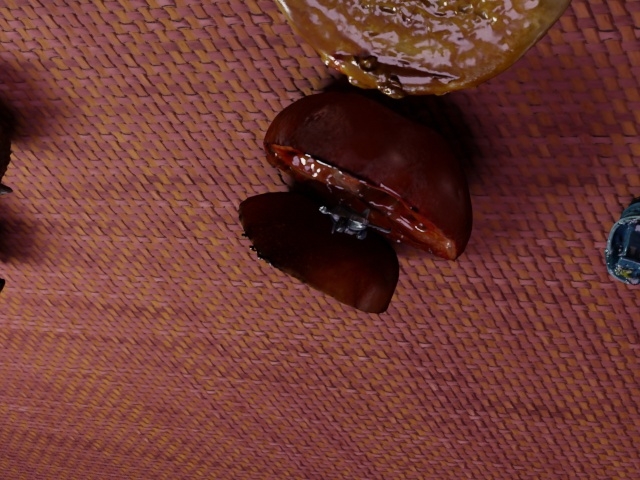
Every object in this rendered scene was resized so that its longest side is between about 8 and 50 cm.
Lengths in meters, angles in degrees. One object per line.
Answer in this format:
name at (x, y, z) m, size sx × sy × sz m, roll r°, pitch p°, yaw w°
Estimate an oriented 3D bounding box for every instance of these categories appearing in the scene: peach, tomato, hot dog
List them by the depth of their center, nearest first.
hot dog at (0.073, -0.203, 1.121) m, size 0.257 × 0.150 × 0.153 m, roll 14°, pitch 141°, yaw 11°
tomato at (0.057, -0.077, 1.388) m, size 0.228 × 0.101 × 0.228 m, roll 26°, pitch 170°, yaw 5°
peach at (0.003, -0.003, 1.504) m, size 0.189 × 0.068 × 0.279 m, roll 37°, pitch -170°, yaw 13°

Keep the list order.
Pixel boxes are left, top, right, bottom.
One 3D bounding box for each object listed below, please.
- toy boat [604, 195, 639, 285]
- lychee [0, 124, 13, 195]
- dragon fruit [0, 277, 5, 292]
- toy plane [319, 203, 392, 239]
toy boat at (0.312, 0.005, 1.397) m, size 0.060 × 0.061 × 0.137 m, roll 17°, pitch 150°, yaw 7°
lychee at (-0.430, -0.085, 1.622) m, size 0.197 × 0.165 × 0.165 m, roll 35°, pitch 156°, yaw 20°
dragon fruit at (-0.513, 0.034, 1.876) m, size 0.182 × 0.182 × 0.188 m, roll 7°, pitch 130°, yaw 24°
toy plane at (0.028, -0.020, 1.388) m, size 0.078 × 0.031 × 0.083 m, roll 18°, pitch 175°, yaw -26°
